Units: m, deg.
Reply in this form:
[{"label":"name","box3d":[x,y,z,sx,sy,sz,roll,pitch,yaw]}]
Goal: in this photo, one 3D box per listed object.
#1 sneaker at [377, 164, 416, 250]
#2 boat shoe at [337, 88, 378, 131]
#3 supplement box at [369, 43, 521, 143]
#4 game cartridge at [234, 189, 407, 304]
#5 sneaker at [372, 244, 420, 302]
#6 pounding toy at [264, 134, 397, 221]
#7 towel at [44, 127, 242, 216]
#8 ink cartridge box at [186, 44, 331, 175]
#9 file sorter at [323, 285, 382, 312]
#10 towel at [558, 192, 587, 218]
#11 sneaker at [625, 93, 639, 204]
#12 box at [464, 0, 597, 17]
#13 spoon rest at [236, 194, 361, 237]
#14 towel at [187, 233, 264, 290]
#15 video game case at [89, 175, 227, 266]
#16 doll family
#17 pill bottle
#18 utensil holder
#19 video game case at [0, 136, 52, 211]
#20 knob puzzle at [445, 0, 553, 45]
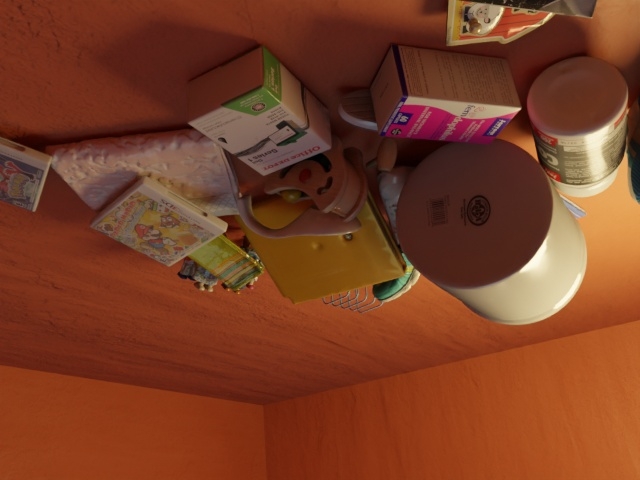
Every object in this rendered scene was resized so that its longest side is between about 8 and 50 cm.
[{"label":"sneaker","box3d":[0.207,-0.064,1.398,0.114,0.152,0.305,-11,153,14]},{"label":"boat shoe","box3d":[0.134,-0.219,1.126,0.226,0.083,0.076,1,153,-17]},{"label":"supplement box","box3d":[0.211,-0.247,1.054,0.220,0.114,0.111,0,154,-17]},{"label":"game cartridge","box3d":[0.000,0.000,1.431,0.323,0.053,0.285,-16,116,27]},{"label":"sneaker","box3d":[0.217,0.045,1.638,0.110,0.107,0.275,21,114,-32]},{"label":"pounding toy","box3d":[0.034,-0.107,1.211,0.269,0.154,0.155,-5,161,41]},{"label":"towel","box3d":[-0.344,-0.119,1.278,0.331,0.053,0.317,-7,155,1]},{"label":"ink cartridge box","box3d":[-0.100,-0.216,1.072,0.160,0.093,0.219,-18,152,26]},{"label":"file sorter","box3d":[0.098,0.150,1.888,0.170,0.104,0.118,19,145,-42]},{"label":"towel","box3d":[0.510,-0.035,1.658,0.243,0.040,0.336,18,146,-42]},{"label":"sneaker","box3d":[0.627,-0.169,1.172,0.087,0.229,0.092,9,164,10]},{"label":"box","box3d":[0.254,-0.381,0.714,0.183,0.056,0.231,16,151,17]},{"label":"spoon rest","box3d":[-0.047,-0.041,1.318,0.276,0.084,0.137,10,-162,20]},{"label":"towel","box3d":[-0.245,0.034,1.437,0.102,0.021,0.237,-36,127,17]},{"label":"video game case","box3d":[-0.347,-0.032,1.311,0.206,0.026,0.227,32,138,-32]},{"label":"doll family","box3d":[-0.225,0.050,1.550,0.263,0.118,0.163,11,109,-33]},{"label":"pill bottle","box3d":[0.487,-0.198,1.156,0.161,0.161,0.283,-15,153,19]},{"label":"utensil holder","box3d":[0.372,-0.009,1.304,0.327,0.328,0.385,-18,158,24]},{"label":"video game case","box3d":[-0.619,-0.137,1.163,0.183,0.023,0.201,22,146,-22]},{"label":"knob puzzle","box3d":[0.282,-0.355,0.882,0.213,0.030,0.213,-4,148,-2]}]
